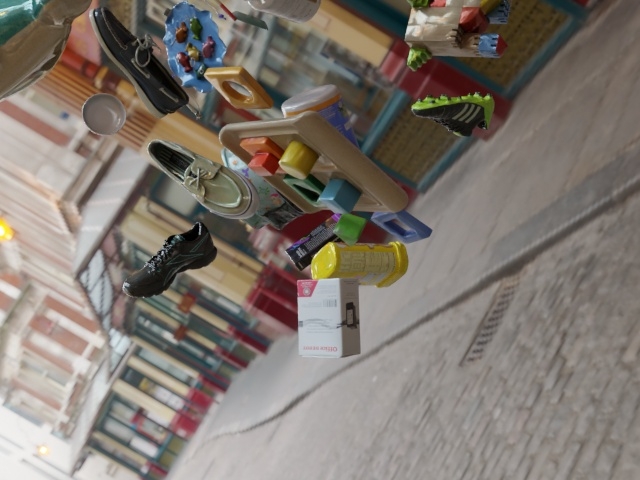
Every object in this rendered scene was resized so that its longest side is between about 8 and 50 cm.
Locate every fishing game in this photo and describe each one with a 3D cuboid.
[{"bbox_3d":[-0.259,-0.385,1.747,0.041,0.189,0.264,-25,-23,-42],"label":"fishing game"}]

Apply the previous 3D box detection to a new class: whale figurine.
[{"bbox_3d":[-0.446,-0.307,1.268,0.272,0.141,0.216,-30,12,37],"label":"whale figurine"}]

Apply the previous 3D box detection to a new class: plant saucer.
[{"bbox_3d":[-0.197,-0.612,2.433,0.119,0.119,0.021,-68,-2,-80],"label":"plant saucer"}]

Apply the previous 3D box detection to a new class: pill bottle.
[{"bbox_3d":[-0.114,-0.628,2.180,0.229,0.131,0.131,3,-54,-49],"label":"pill bottle"},{"bbox_3d":[0.016,-0.236,2.187,0.152,0.272,0.152,-18,20,7],"label":"pill bottle"}]

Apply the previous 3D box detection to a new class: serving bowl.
[{"bbox_3d":[-0.418,-0.240,1.693,0.083,0.083,0.027,-60,12,-19],"label":"serving bowl"}]

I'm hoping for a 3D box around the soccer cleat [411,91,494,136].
[{"bbox_3d":[0.225,-0.208,1.469,0.060,0.178,0.072,22,115,50],"label":"soccer cleat"}]

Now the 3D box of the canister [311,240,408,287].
[{"bbox_3d":[0.080,0.051,1.834,0.126,0.169,0.073,136,131,-55],"label":"canister"}]

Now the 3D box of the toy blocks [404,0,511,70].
[{"bbox_3d":[0.387,-0.640,2.325,0.190,0.260,0.382,27,-106,-60],"label":"toy blocks"}]

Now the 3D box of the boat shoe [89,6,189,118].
[{"bbox_3d":[-0.353,-0.355,1.721,0.079,0.255,0.095,-23,28,19],"label":"boat shoe"}]

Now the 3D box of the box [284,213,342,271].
[{"bbox_3d":[0.000,0.000,1.984,0.162,0.029,0.116,-35,19,-2],"label":"box"}]

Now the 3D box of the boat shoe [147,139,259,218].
[{"bbox_3d":[-0.270,-0.136,1.960,0.094,0.302,0.109,15,-77,-62],"label":"boat shoe"}]

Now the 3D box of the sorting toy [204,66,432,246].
[{"bbox_3d":[-0.018,-0.079,1.061,0.196,0.347,0.047,-1,56,54],"label":"sorting toy"}]

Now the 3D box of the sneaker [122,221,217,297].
[{"bbox_3d":[-0.377,0.045,2.162,0.267,0.101,0.106,-34,-46,-33],"label":"sneaker"}]

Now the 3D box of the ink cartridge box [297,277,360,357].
[{"bbox_3d":[0.016,0.149,1.699,0.063,0.109,0.151,2,-95,-51],"label":"ink cartridge box"}]

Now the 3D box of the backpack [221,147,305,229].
[{"bbox_3d":[-0.168,-0.162,2.365,0.191,0.225,0.253,-26,-28,11],"label":"backpack"}]
